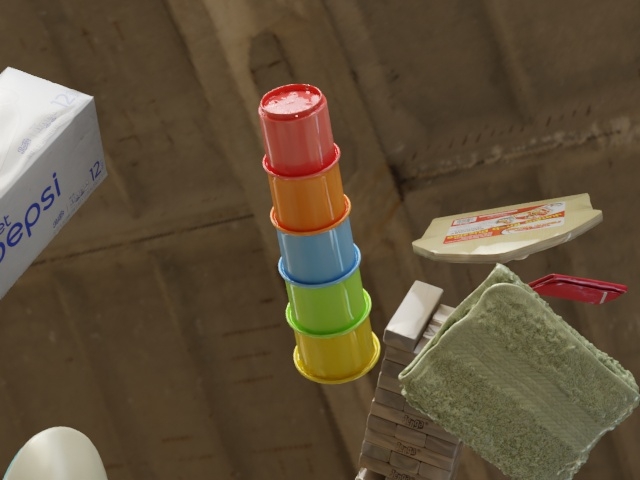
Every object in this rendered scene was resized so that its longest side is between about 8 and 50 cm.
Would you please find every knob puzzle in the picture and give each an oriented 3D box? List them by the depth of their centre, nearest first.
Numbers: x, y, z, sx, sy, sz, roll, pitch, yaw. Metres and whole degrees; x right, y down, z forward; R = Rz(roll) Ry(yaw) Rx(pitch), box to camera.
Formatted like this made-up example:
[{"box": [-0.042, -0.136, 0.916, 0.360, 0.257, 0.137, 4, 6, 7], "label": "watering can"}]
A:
[{"box": [0.188, 0.000, 1.108, 0.213, 0.213, 0.030, -6, -77, 26], "label": "knob puzzle"}]

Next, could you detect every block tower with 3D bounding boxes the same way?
[{"box": [0.092, 0.209, 1.078, 0.097, 0.091, 0.335, 17, -56, 14], "label": "block tower"}]

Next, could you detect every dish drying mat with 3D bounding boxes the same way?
[{"box": [0.184, 0.036, 0.792, 0.032, 0.083, 0.008, -28, -119, 46], "label": "dish drying mat"}]

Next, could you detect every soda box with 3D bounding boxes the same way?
[{"box": [-0.288, -0.011, 0.878, 0.091, 0.286, 0.098, 20, -38, 15], "label": "soda box"}]

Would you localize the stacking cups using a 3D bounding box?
[{"box": [0.000, 0.000, 1.085, 0.096, 0.096, 0.316, 8, -49, 20], "label": "stacking cups"}]

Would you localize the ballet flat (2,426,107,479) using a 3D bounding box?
[{"box": [-0.139, 0.226, 0.573, 0.086, 0.086, 0.248, 8, -95, 20], "label": "ballet flat"}]

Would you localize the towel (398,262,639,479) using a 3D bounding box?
[{"box": [0.131, 0.096, 0.714, 0.148, 0.027, 0.110, 39, -88, -19], "label": "towel"}]
